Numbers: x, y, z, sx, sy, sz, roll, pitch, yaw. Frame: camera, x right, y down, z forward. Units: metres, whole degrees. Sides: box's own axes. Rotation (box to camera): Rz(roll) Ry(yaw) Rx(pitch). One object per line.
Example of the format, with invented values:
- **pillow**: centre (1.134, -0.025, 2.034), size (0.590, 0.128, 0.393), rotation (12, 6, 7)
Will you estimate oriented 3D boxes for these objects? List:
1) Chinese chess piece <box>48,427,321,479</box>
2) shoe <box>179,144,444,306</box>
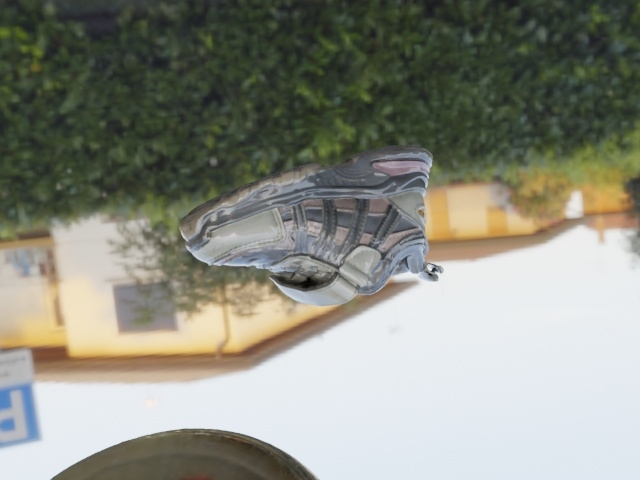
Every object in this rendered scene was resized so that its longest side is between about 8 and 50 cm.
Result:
- **Chinese chess piece**: centre (-0.090, 0.224, 0.552), size (0.250, 0.103, 0.249), rotation (-11, -143, 8)
- **shoe**: centre (0.000, 0.000, 0.616), size (0.180, 0.092, 0.089), rotation (-15, 178, -32)
